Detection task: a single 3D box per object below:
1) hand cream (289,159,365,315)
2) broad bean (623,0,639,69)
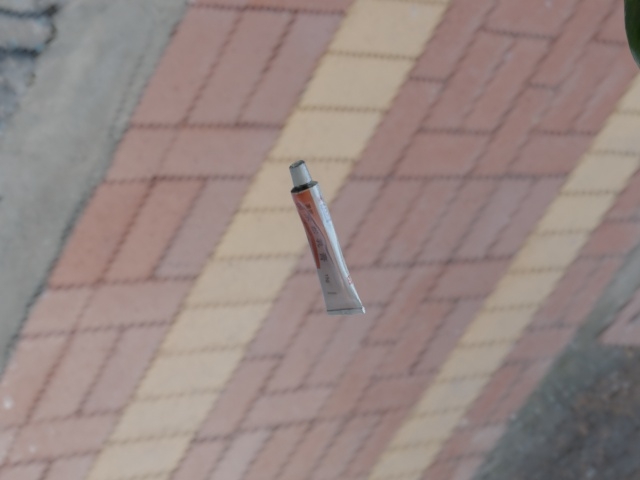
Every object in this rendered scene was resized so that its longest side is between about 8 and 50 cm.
[{"bbox_3d":[0.000,-0.001,2.092,0.038,0.052,0.216,-24,106,-21],"label":"hand cream"},{"bbox_3d":[0.337,-0.238,1.392,0.049,0.144,0.292,60,45,-69],"label":"broad bean"}]
